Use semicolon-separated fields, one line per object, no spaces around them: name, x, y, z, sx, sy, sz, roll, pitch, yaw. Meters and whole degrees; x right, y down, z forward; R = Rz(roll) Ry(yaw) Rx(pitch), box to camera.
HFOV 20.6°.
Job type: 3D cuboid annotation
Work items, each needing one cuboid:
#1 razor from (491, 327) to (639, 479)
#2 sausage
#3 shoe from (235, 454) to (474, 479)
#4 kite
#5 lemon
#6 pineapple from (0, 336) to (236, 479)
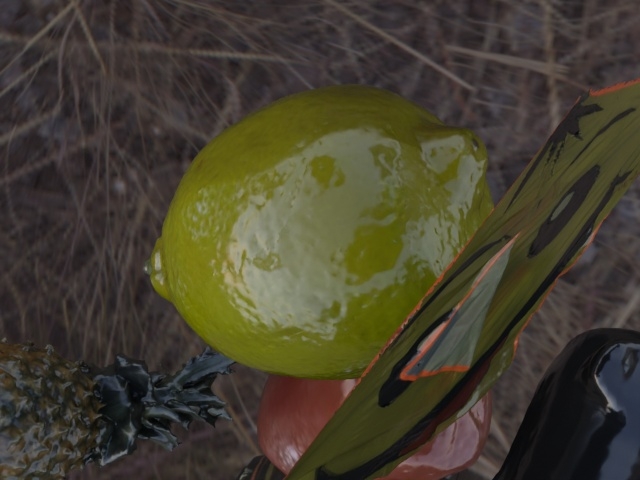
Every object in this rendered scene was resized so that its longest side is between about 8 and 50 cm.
razor;0.103;0.216;0.977;0.113;0.204;0.349;33;76;6
sausage;0.036;0.123;1.297;0.148;0.254;0.148;7;76;-28
shoe;0.073;0.340;1.561;0.237;0.171;0.384;-5;124;17
kite;0.075;0.022;0.757;0.013;0.327;0.377;41;67;15
lemon;0.000;0.000;1.079;0.248;0.184;0.184;-21;103;31
pineapple;-0.171;0.120;1.280;0.251;0.125;0.125;-5;102;-44
